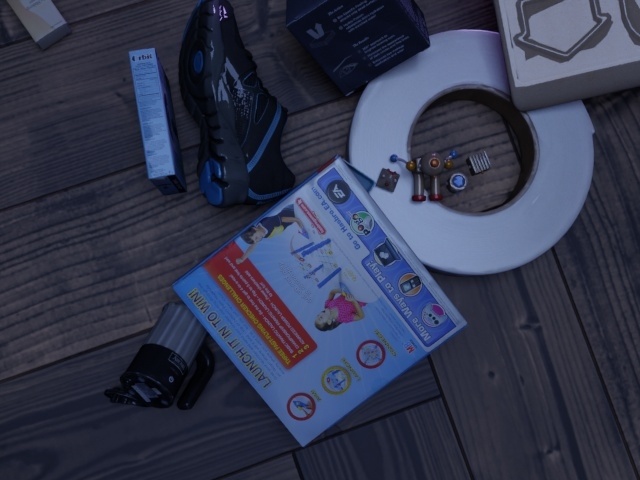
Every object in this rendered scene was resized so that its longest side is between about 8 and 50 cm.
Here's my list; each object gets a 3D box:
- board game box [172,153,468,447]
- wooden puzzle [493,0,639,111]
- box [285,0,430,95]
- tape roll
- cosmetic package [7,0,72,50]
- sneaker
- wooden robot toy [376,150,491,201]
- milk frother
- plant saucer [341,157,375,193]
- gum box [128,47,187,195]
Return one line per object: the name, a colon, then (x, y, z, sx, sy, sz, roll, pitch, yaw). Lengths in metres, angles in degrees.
board game box: (0.000, 0.086, 1.158, 0.302, 0.086, 0.308, -37, 96, 5)
wooden puzzle: (0.412, -0.393, 1.171, 0.321, 0.080, 0.348, -12, 102, 7)
box: (0.055, -0.328, 1.180, 0.155, 0.158, 0.093, -26, 42, 25)
tape roll: (0.234, -0.136, 1.250, 0.391, 0.072, 0.393, 0, 84, -3)
cosmetic package: (-0.449, -0.364, 1.243, 0.060, 0.041, 0.115, -36, 88, -6)
sneaker: (-0.131, -0.215, 1.229, 0.139, 0.125, 0.341, -4, 81, -31)
wooden robot toy: (0.171, -0.100, 1.166, 0.173, 0.079, 0.076, -4, 85, -3)
milk frother: (-0.245, 0.180, 1.182, 0.143, 0.129, 0.135, 4, 45, 24)
plant saucer: (0.003, -0.028, 1.195, 0.067, 0.018, 0.192, 34, 97, -4)
gum box: (-0.240, -0.171, 1.179, 0.041, 0.157, 0.185, -9, 86, -4)
